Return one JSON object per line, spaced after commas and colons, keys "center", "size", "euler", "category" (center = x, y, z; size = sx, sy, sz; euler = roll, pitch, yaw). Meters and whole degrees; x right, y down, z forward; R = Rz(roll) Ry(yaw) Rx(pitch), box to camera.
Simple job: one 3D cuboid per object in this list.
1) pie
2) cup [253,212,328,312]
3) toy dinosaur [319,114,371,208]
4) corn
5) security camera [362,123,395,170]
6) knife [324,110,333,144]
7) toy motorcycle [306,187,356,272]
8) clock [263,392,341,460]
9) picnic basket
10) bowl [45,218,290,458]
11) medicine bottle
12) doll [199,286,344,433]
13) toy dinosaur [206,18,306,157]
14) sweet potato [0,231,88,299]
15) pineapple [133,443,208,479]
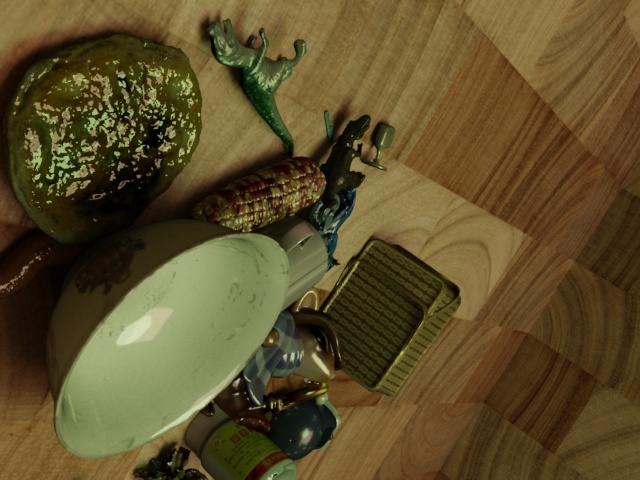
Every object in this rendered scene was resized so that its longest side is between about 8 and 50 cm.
{"center": [-0.288, -0.130, 1.171], "size": [0.323, 0.071, 0.323], "euler": [-35, 140, -36], "category": "pie"}
{"center": [-0.078, 0.049, 1.538], "size": [0.202, 0.221, 0.166], "euler": [-32, 110, -49], "category": "cup"}
{"center": [0.029, -0.151, 1.593], "size": [0.179, 0.087, 0.187], "euler": [7, 94, -73], "category": "toy dinosaur"}
{"center": [-0.113, -0.066, 1.489], "size": [0.290, 0.098, 0.098], "euler": [-28, 142, -34], "category": "corn"}
{"center": [0.124, -0.194, 1.763], "size": [0.058, 0.058, 0.092], "euler": [12, 97, -59], "category": "security camera"}
{"center": [0.017, -0.211, 1.621], "size": [0.014, 0.005, 0.091], "euler": [-40, 148, -22], "category": "knife"}
{"center": [0.000, 0.000, 1.726], "size": [0.136, 0.092, 0.254], "euler": [-17, 137, -48], "category": "toy motorcycle"}
{"center": [-0.047, 0.443, 2.073], "size": [0.199, 0.146, 0.243], "euler": [-54, 159, 8], "category": "clock"}
{"center": [0.146, 0.172, 1.986], "size": [0.312, 0.228, 0.175], "euler": [-54, 153, 1], "category": "picnic basket"}
{"center": [-0.269, 0.107, 1.319], "size": [0.435, 0.196, 0.434], "euler": [-37, 153, -23], "category": "bowl"}
{"center": [-0.170, 0.456, 1.814], "size": [0.139, 0.225, 0.139], "euler": [-36, 145, -30], "category": "medicine bottle"}
{"center": [-0.098, 0.244, 1.697], "size": [0.340, 0.209, 0.317], "euler": [-24, 154, -46], "category": "doll"}
{"center": [-0.062, -0.256, 1.396], "size": [0.129, 0.076, 0.383], "euler": [-46, 147, -2], "category": "toy dinosaur"}
{"center": [-0.411, 0.032, 1.200], "size": [0.218, 0.051, 0.065], "euler": [-34, 130, -31], "category": "sweet potato"}
{"center": [-0.296, 0.587, 1.854], "size": [0.175, 0.175, 0.361], "euler": [-41, 139, -23], "category": "pineapple"}
